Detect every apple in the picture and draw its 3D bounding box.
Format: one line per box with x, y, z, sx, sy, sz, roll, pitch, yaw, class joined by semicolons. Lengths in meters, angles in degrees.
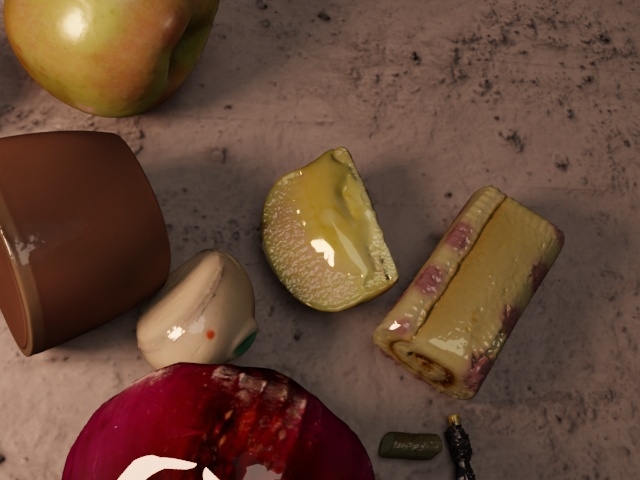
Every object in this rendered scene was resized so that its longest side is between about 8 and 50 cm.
-0.332;-0.357;1.244;0.277;0.319;0.319;29;62;4;apple
0.000;0.000;1.289;0.193;0.120;0.265;-18;70;-10;apple

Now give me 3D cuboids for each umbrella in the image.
0.224;0.346;1.243;0.037;0.040;0.144;-6;67;-9;umbrella

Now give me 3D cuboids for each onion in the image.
-0.108;0.288;1.025;0.398;0.398;0.420;27;37;-3;onion

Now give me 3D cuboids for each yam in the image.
0.140;0.320;1.228;0.094;0.043;0.043;8;65;-14;yam

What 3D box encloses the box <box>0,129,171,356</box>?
-0.359;-0.013;1.109;0.216;0.301;0.301;-22;75;-30;box

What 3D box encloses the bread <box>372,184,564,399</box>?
0.249;0.080;1.302;0.187;0.155;0.338;33;64;9;bread

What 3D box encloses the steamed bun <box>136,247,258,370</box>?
-0.171;0.116;1.145;0.177;0.228;0.131;-36;112;12;steamed bun
